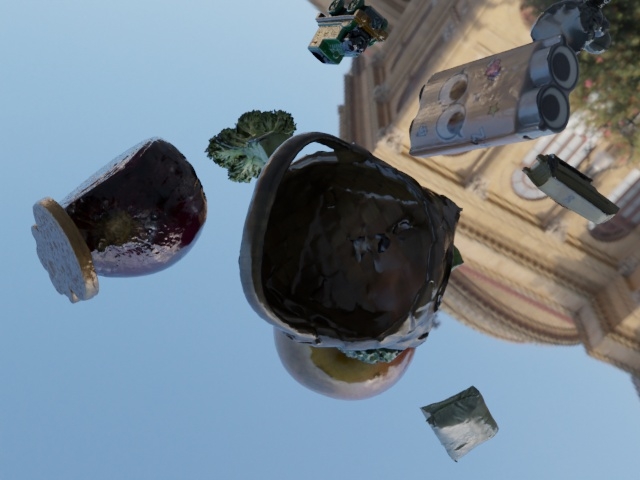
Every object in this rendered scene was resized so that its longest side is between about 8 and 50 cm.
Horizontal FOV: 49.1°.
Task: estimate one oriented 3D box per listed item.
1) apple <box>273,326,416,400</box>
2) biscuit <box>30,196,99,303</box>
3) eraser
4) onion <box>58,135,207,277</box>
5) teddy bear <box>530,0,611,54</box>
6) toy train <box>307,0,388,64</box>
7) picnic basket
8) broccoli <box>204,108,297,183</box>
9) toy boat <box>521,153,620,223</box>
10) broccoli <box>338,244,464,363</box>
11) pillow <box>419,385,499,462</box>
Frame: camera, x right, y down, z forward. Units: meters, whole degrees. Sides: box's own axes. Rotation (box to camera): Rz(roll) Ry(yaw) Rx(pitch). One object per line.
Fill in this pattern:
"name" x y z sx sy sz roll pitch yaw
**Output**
"apple" 0.056 0.203 1.666 0.364 0.364 0.364 24 -147 -17
"biscuit" -0.475 0.027 1.300 0.044 0.289 0.202 -29 -94 -29
"eraser" 0.283 -0.230 1.182 0.087 0.290 0.171 24 -104 -32
"onion" -0.400 -0.048 1.510 0.260 0.337 0.282 54 180 -24
"teddy bear" 0.597 -0.489 1.574 0.251 0.171 0.144 -32 -105 -36
"toy train" 0.055 -0.444 1.506 0.091 0.136 0.228 33 178 -33
"picnic basket" 0.000 0.000 0.972 0.337 0.293 0.337 16 176 1
"broccoli" -0.140 -0.262 1.940 0.252 0.221 0.361 -2 -172 -36
"toy boat" 0.519 -0.110 1.439 0.226 0.068 0.088 28 -132 -13
"broccoli" 0.097 0.060 1.312 0.249 0.302 0.375 39 172 0
"pillow" 0.296 0.383 1.485 0.181 0.134 0.078 56 -170 -40
